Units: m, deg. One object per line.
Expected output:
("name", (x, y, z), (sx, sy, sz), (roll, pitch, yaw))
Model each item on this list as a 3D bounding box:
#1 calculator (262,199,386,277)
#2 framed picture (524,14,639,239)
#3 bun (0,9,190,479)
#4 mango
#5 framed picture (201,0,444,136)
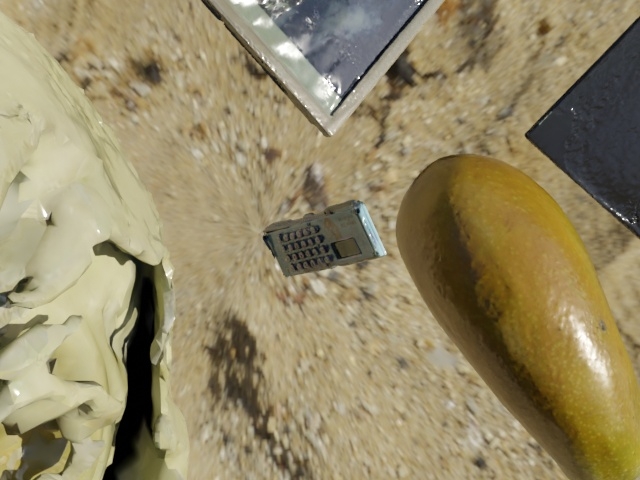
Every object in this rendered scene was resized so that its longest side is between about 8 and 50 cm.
("calculator", (0.000, 0.000, 1.274), (0.018, 0.172, 0.057), (-31, 99, -30))
("framed picture", (0.392, -0.155, 1.429), (0.244, 0.013, 0.324), (37, 102, -31))
("bun", (-0.126, 0.048, 0.416), (0.152, 0.259, 0.259), (10, 90, 31))
("mango", (0.127, 0.050, 0.849), (0.099, 0.136, 0.227), (-30, 91, 7))
("framed picture", (0.022, -0.263, 1.338), (0.209, 0.019, 0.281), (45, 67, -21))
